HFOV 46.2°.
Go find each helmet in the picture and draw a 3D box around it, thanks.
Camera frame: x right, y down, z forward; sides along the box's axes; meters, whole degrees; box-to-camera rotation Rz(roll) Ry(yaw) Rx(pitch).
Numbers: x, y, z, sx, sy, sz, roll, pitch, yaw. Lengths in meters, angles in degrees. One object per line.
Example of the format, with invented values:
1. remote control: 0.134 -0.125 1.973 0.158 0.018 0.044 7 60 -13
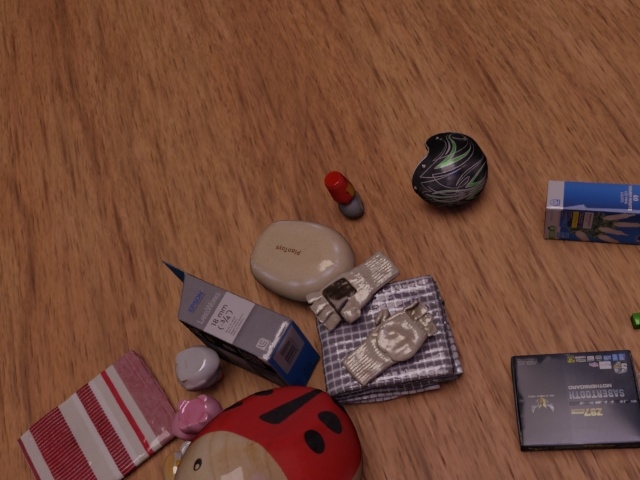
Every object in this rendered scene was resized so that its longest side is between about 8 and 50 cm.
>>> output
1. helmet: 0.298 -0.154 1.720 0.169 0.169 0.161 1 45 15

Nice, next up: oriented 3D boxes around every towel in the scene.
1. towel: 0.138 0.208 1.578 0.284 0.121 0.235 -13 60 7
2. towel: -0.487 0.429 1.660 0.329 0.037 0.237 -37 61 -6

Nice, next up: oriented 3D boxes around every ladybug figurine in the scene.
1. ladybug figurine: -0.079 0.383 1.371 0.305 0.449 0.162 14 104 23

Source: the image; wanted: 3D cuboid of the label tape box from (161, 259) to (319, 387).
1. label tape box: -0.190 0.190 1.601 0.334 0.240 0.106 21 70 24

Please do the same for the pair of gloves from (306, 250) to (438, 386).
1. pair of gloves: 0.104 0.152 1.527 0.204 0.042 0.240 -32 61 -3

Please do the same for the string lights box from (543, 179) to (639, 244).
1. string lights box: 0.616 -0.058 1.601 0.260 0.133 0.076 4 62 17

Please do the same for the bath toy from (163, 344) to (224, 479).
1. bath toy: -0.254 0.395 1.567 0.151 0.129 0.348 -15 59 17

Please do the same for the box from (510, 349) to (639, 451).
1. box: 0.498 0.313 1.464 0.233 0.059 0.183 -5 61 12

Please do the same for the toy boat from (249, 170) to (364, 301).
1. toy boat: 0.000 0.000 1.727 0.267 0.148 0.318 20 72 34

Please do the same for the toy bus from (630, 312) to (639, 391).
1. toy bus: 0.712 0.190 1.454 0.191 0.104 0.202 2 61 15
